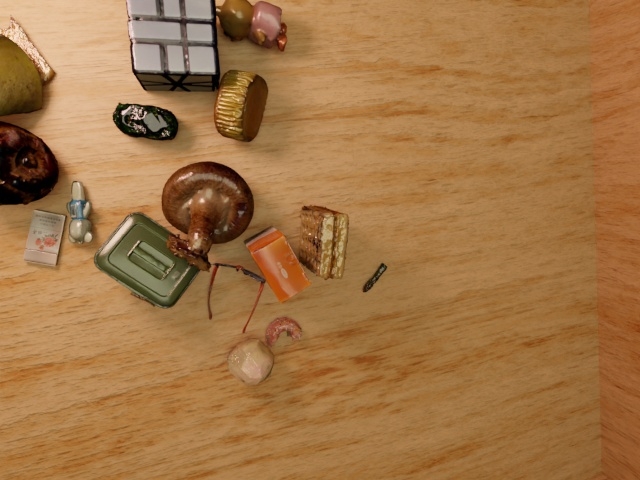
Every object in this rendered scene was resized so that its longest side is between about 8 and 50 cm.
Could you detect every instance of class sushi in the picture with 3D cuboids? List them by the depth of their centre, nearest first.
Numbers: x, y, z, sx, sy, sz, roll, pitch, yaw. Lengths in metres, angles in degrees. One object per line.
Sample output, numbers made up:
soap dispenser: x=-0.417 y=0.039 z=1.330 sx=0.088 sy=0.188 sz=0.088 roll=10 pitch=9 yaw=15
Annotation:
sushi: x=-0.646 y=-0.442 z=1.570 sx=0.225 sy=0.127 sz=0.124 roll=7 pitch=96 yaw=-14

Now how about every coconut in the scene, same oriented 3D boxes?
coconut: x=-0.281 y=0.512 z=1.768 sx=0.195 sy=0.194 sz=0.194 roll=-2 pitch=98 yaw=-15

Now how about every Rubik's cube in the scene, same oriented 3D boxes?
Rubik's cube: x=-0.510 y=-0.695 z=1.492 sx=0.294 sy=0.288 sz=0.283 roll=-7 pitch=98 yaw=-16

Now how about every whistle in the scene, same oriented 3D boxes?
whistle: x=-0.900 y=-0.104 z=1.579 sx=0.114 sy=0.077 sz=0.235 roll=-1 pitch=92 yaw=18

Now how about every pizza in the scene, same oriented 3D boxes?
pizza: x=-1.075 y=-0.654 z=1.474 sx=0.181 sy=0.034 sz=0.261 roll=-27 pitch=106 yaw=-10

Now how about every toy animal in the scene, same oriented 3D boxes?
toy animal: x=-0.263 y=-0.828 z=1.602 sx=0.282 sy=0.169 sz=0.195 roll=5 pitch=53 yaw=-10

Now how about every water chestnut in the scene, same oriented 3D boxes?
water chestnut: x=-1.069 y=-0.253 z=1.425 sx=0.300 sy=0.300 sz=0.299 roll=-2 pitch=98 yaw=-15

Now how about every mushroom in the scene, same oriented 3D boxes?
mushroom: x=-0.433 y=-0.122 z=1.564 sx=0.331 sy=0.356 sz=0.334 roll=36 pitch=105 yaw=-4

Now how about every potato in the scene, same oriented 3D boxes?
potato: x=-1.114 y=-0.531 z=1.322 sx=0.331 sy=0.280 sz=0.212 roll=22 pitch=122 yaw=-12

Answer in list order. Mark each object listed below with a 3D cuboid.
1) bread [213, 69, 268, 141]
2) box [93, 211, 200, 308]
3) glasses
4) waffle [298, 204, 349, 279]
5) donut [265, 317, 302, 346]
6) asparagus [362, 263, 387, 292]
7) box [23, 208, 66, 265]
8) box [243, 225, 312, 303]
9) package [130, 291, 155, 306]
bread: x=-0.303 y=-0.509 z=1.604 sx=0.143 sy=0.227 sz=0.253 roll=19 pitch=97 yaw=4
box: x=-0.643 y=0.082 z=1.600 sx=0.329 sy=0.178 sz=0.252 roll=38 pitch=70 yaw=-14
glasses: x=-0.358 y=0.229 z=1.704 sx=0.234 sy=0.118 sz=0.268 roll=17 pitch=91 yaw=15
waffle: x=-0.001 y=0.000 z=1.672 sx=0.114 sy=0.376 sz=0.260 roll=5 pitch=98 yaw=-16
donut: x=-0.166 y=0.394 z=1.842 sx=0.166 sy=0.065 sz=0.116 roll=-21 pitch=103 yaw=-13
asparagus: x=0.248 y=0.176 z=1.940 sx=0.165 sy=0.030 sz=0.036 roll=-49 pitch=130 yaw=-6
box: x=-1.029 y=-0.010 z=1.577 sx=0.109 sy=0.029 sz=0.198 roll=13 pitch=93 yaw=-16
box: x=-0.176 y=0.082 z=1.652 sx=0.144 sy=0.341 sz=0.224 roll=-31 pitch=104 yaw=-8
package: x=-0.683 y=0.191 z=1.694 sx=0.108 sy=0.031 sz=0.120 roll=33 pitch=89 yaw=-16
